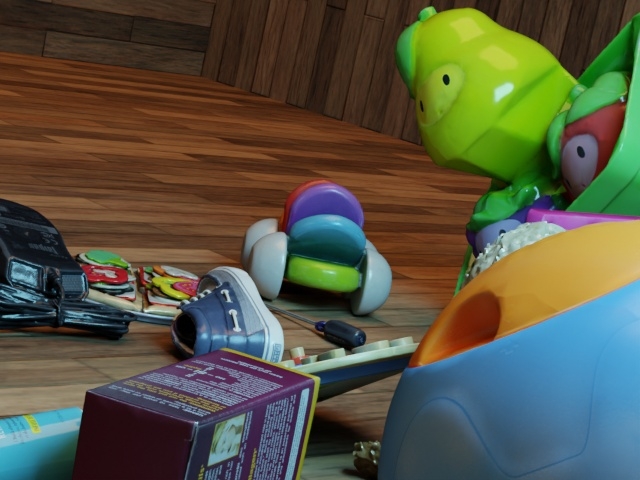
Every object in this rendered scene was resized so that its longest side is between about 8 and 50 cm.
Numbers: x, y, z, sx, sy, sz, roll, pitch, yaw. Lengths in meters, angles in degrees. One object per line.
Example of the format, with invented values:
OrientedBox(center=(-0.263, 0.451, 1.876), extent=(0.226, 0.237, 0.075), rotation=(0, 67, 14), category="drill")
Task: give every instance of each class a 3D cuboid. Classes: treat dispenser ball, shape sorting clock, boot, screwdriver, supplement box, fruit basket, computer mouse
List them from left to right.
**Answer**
OrientedBox(center=(-0.306, 0.031, 1.607), extent=(0.184, 0.060, 0.262), rotation=(10, 21, -39), category="computer mouse")
OrientedBox(center=(-0.081, 0.140, 1.113), extent=(0.080, 0.104, 0.188), rotation=(15, 10, 22), category="supplement box")
OrientedBox(center=(-0.104, 0.067, 1.599), extent=(0.086, 0.069, 0.190), rotation=(10, 12, -24), category="boot")
OrientedBox(center=(-0.015, 0.106, 1.363), extent=(0.206, 0.040, 0.206), rotation=(-16, -9, -3), category="shape sorting clock")
OrientedBox(center=(-0.010, 0.086, 1.781), extent=(0.025, 0.024, 0.170), rotation=(41, -16, -34), category="screwdriver")
OrientedBox(center=(0.229, -0.092, 1.867), extent=(0.392, 0.392, 0.283), rotation=(13, 47, 6), category="fruit basket")
OrientedBox(center=(0.175, 0.133, 0.935), extent=(0.288, 0.288, 0.288), rotation=(12, 10, -2), category="treat dispenser ball")

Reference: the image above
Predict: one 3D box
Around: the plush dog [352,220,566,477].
OrientedBox(center=(0.148, 0.095, 1.295), extent=(0.210, 0.225, 0.262), rotation=(14, 10, 7), category="plush dog")

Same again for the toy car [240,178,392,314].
OrientedBox(center=(0.000, 0.000, 1.917), extent=(0.159, 0.136, 0.182), rotation=(11, 10, -10), category="toy car")

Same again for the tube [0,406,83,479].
OrientedBox(center=(-0.246, 0.143, 1.056), extent=(0.207, 0.052, 0.080), rotation=(-6, 9, -26), category="tube")

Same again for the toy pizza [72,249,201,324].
OrientedBox(center=(-0.184, 0.044, 1.745), extent=(0.201, 0.032, 0.201), rotation=(12, 10, -2), category="toy pizza")

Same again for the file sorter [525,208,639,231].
OrientedBox(center=(0.324, 0.098, 1.580), extent=(0.290, 0.202, 0.182), rotation=(2, 15, -45), category="file sorter")
